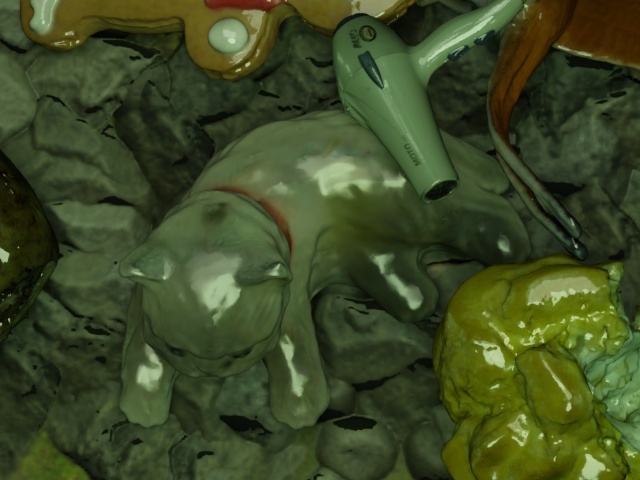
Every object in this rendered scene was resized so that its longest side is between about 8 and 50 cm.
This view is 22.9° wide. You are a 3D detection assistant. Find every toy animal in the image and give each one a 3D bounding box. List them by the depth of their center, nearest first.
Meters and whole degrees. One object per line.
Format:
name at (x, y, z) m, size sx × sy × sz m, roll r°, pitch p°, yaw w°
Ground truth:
toy animal at (0.000, 0.000, 1.183) m, size 0.308 × 0.188 × 0.266 m, roll 4°, pitch 64°, yaw 10°
toy animal at (0.171, -0.150, 1.231) m, size 0.302 × 0.225 × 0.284 m, roll 30°, pitch 69°, yaw 37°

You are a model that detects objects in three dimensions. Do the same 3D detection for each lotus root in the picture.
lotus root at (-0.328, -0.034, 1.228) m, size 0.275 × 0.152 × 0.160 m, roll 38°, pitch 82°, yaw 7°

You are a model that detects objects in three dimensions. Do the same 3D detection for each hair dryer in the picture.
hair dryer at (0.110, -0.117, 1.158) m, size 0.199 × 0.067 × 0.167 m, roll -18°, pitch 64°, yaw 15°

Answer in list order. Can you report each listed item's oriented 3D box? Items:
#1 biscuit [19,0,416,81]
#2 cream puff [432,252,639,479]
biscuit at (-0.078, -0.238, 1.294) m, size 0.340 × 0.047 × 0.216 m, roll 12°, pitch 75°, yaw 20°
cream puff at (0.165, 0.124, 1.120) m, size 0.221 × 0.195 × 0.194 m, roll 42°, pitch 77°, yaw -25°
